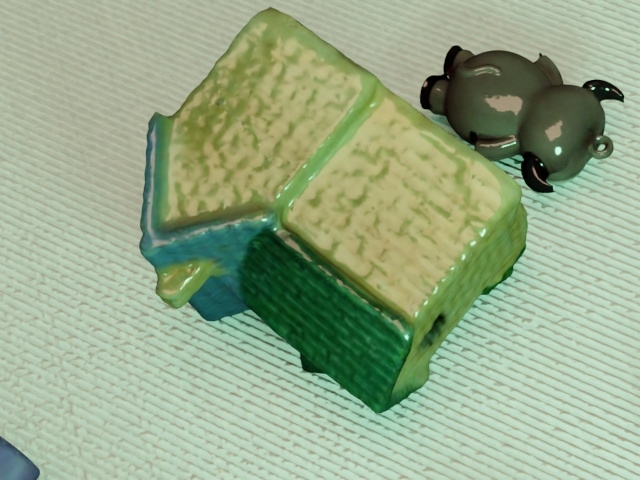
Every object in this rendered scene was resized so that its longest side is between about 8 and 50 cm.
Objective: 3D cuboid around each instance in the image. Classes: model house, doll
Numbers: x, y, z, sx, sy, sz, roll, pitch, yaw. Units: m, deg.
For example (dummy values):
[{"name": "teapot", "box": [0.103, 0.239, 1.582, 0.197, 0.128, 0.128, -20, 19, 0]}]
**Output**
[{"name": "model house", "box": [0.000, 0.000, 1.851, 0.382, 0.334, 0.343, 35, 81, 19]}, {"name": "doll", "box": [0.252, -0.157, 1.993, 0.257, 0.117, 0.182, 29, 70, 22]}]

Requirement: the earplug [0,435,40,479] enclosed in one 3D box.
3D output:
[{"name": "earplug", "box": [-0.524, 0.381, 1.763, 0.215, 0.215, 0.456, 26, 71, 21]}]
